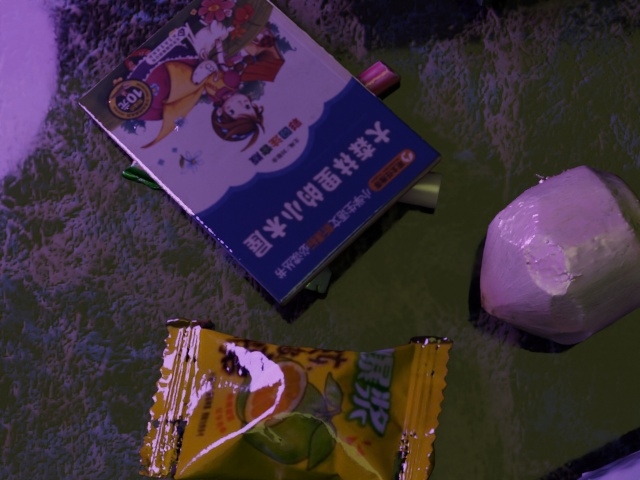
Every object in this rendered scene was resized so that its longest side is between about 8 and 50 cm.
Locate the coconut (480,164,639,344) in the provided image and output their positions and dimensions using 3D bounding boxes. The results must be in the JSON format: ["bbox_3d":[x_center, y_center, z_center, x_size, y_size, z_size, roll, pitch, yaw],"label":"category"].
[{"bbox_3d":[0.238,0.017,1.632,0.183,0.171,0.171,-23,82,-5],"label":"coconut"}]

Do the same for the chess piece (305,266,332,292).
[{"bbox_3d":[0.000,0.000,1.690,0.067,0.067,0.103,15,91,3],"label":"chess piece"}]

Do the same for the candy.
[{"bbox_3d":[-0.024,0.166,1.646,0.297,0.081,0.187,3,58,10],"label":"candy"}]

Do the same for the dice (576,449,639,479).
[{"bbox_3d":[0.433,0.308,1.498,0.330,0.328,0.348,-18,81,-2],"label":"dice"}]

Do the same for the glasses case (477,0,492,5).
[{"bbox_3d":[0.140,-0.339,1.725,0.039,0.078,0.184,-29,82,0],"label":"glasses case"}]

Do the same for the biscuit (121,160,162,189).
[{"bbox_3d":[-0.169,-0.099,1.728,0.046,0.016,0.089,25,83,5],"label":"biscuit"}]

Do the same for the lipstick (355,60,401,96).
[{"bbox_3d":[-0.013,-0.111,1.714,0.234,0.053,0.053,-34,82,-7],"label":"lipstick"}]

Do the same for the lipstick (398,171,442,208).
[{"bbox_3d":[0.059,-0.064,1.707,0.130,0.038,0.038,11,82,2],"label":"lipstick"}]

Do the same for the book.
[{"bbox_3d":[-0.066,-0.114,1.682,0.228,0.018,0.322,-43,70,-11],"label":"book"}]
